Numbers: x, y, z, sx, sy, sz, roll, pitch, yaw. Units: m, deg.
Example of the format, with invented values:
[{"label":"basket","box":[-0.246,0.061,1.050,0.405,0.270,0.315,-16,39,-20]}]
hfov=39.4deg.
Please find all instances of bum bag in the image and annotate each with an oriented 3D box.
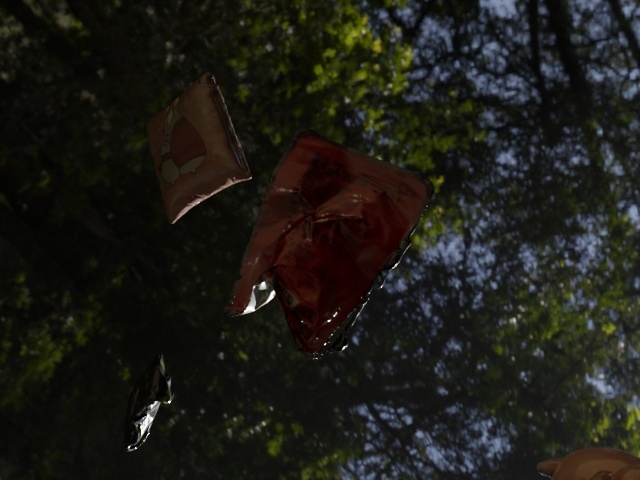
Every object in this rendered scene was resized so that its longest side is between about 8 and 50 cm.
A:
[{"label":"bum bag","box":[-0.299,0.279,1.527,0.060,0.232,0.106,20,-131,-13]}]

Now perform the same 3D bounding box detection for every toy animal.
[{"label":"toy animal","box":[0.392,0.352,1.126,0.154,0.166,0.250,-1,-172,-21]}]

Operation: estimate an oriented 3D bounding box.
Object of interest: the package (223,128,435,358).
[{"label":"package","box":[0.000,0.000,1.074,0.194,0.071,0.269,29,-103,5]}]

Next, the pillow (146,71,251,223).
[{"label":"pillow","box":[-0.239,-0.171,1.679,0.236,0.084,0.223,-26,-105,40]}]
